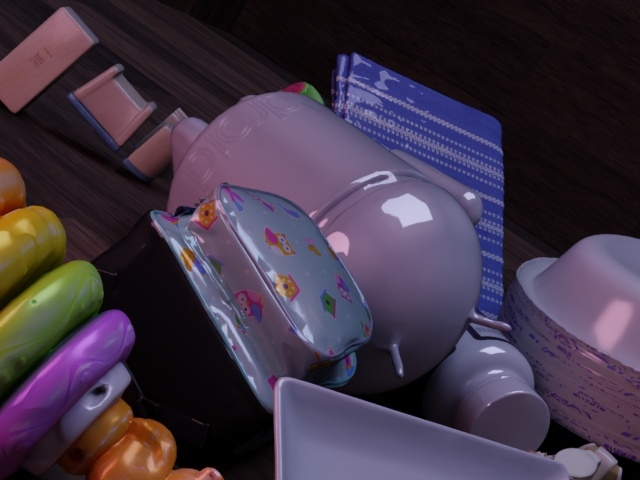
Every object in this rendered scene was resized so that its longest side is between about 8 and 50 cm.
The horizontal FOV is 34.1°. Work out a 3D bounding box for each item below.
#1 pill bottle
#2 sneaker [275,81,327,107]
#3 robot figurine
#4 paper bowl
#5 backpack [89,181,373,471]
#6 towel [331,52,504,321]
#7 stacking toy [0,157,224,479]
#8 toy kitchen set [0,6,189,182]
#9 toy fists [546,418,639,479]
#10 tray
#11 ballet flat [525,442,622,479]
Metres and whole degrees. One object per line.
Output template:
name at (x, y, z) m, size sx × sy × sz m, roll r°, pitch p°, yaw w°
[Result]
pill bottle at (0.131, 0.124, 0.973) m, size 0.108 × 0.108 × 0.193 m, roll 25°, pitch 13°, yaw -28°
sneaker at (0.021, -0.058, 1.407) m, size 0.483 × 0.185 × 0.202 m, roll 45°, pitch -5°, yaw 48°
robot figurine at (0.000, 0.000, 0.925) m, size 0.300 × 0.199 × 0.353 m, roll -28°, pitch 47°, yaw -27°
paper bowl at (0.324, 0.096, 1.041) m, size 0.284 × 0.148 × 0.284 m, roll 17°, pitch 21°, yaw -7°
backpack at (-0.051, 0.051, 0.704) m, size 0.166 × 0.144 × 0.188 m, roll 55°, pitch 10°, yaw 11°
towel at (0.103, -0.030, 1.154) m, size 0.243 × 0.336 × 0.040 m, roll 19°, pitch -29°, yaw -27°
stacking toy at (-0.155, 0.053, 0.510) m, size 0.302 × 0.175 × 0.166 m, roll 43°, pitch 15°, yaw -1°
toy kitchen set at (-0.259, -0.156, 1.224) m, size 0.207 × 0.122 × 0.166 m, roll 50°, pitch 8°, yaw -11°
toy fists at (0.311, 0.215, 1.097) m, size 0.142 × 0.096 × 0.279 m, roll 11°, pitch 23°, yaw -36°
tray at (0.070, 0.184, 0.641) m, size 0.270 × 0.030 × 0.145 m, roll 23°, pitch 52°, yaw -35°
ballet flat at (0.222, 0.215, 0.906) m, size 0.091 × 0.077 × 0.241 m, roll 43°, pitch 15°, yaw 26°
